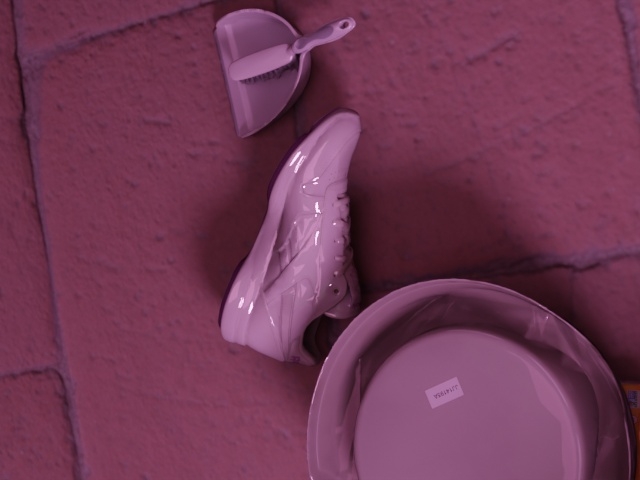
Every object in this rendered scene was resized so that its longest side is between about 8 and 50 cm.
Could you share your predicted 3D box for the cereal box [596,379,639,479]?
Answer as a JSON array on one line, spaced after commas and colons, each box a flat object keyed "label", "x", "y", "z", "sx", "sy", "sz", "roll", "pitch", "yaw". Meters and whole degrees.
[{"label": "cereal box", "x": 0.229, "y": 0.229, "z": 1.389, "sx": 0.240, "sy": 0.047, "sz": 0.173, "roll": -1, "pitch": 90, "yaw": 29}]

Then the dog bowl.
[{"label": "dog bowl", "x": 0.159, "y": 0.210, "z": 1.343, "sx": 0.348, "sy": 0.102, "sz": 0.349, "roll": -1, "pitch": 89, "yaw": 29}]

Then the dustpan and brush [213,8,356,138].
[{"label": "dustpan and brush", "x": -0.040, "y": -0.214, "z": 1.521, "sx": 0.211, "sy": 0.060, "sz": 0.147, "roll": -16, "pitch": 83, "yaw": 28}]

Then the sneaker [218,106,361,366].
[{"label": "sneaker", "x": 0.000, "y": 0.000, "z": 1.493, "sx": 0.152, "sy": 0.114, "sz": 0.305, "roll": 26, "pitch": 107, "yaw": 12}]
